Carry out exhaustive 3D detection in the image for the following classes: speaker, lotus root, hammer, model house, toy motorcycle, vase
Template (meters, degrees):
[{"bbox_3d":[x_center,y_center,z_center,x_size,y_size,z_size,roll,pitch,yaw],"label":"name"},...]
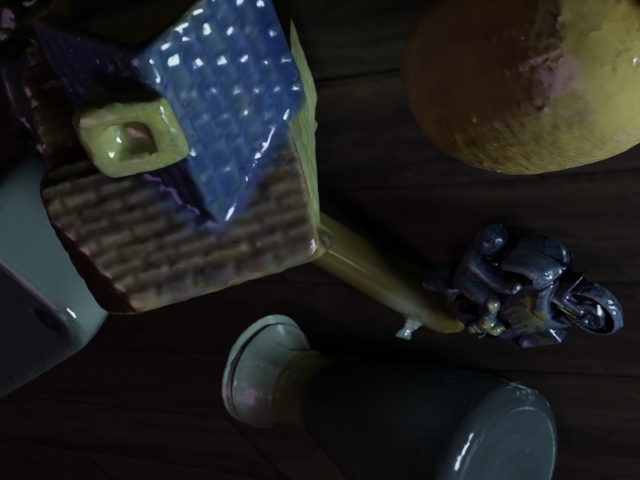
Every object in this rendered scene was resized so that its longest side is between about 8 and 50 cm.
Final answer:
[{"bbox_3d":[-0.308,0.022,1.869,0.183,0.184,0.406,41,154,-10],"label":"speaker"},{"bbox_3d":[0.143,-0.118,1.142,0.146,0.131,0.303,42,153,-15],"label":"lotus root"},{"bbox_3d":[0.000,0.000,1.572,0.305,0.113,0.202,32,158,-11],"label":"hammer"},{"bbox_3d":[-0.134,-0.097,1.272,0.261,0.266,0.321,-16,135,6],"label":"model house"},{"bbox_3d":[0.156,0.035,1.464,0.124,0.061,0.193,50,151,-21],"label":"toy motorcycle"},{"bbox_3d":[0.056,0.174,1.719,0.321,0.173,0.173,20,150,41],"label":"vase"}]
